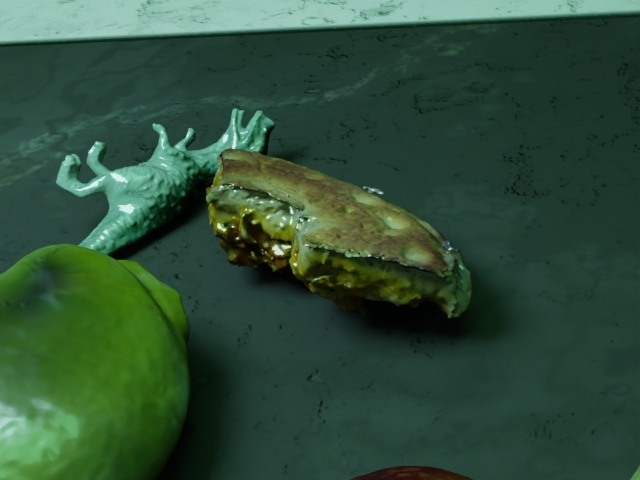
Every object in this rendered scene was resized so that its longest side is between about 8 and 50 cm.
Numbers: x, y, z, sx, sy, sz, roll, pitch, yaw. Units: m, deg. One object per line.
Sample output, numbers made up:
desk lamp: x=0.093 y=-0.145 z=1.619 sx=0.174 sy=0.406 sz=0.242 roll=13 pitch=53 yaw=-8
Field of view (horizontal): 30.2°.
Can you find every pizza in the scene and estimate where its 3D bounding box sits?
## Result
pizza: x=0.000 y=0.000 z=1.006 sx=0.161 sy=0.085 sz=0.305 roll=-9 pitch=28 yaw=-42

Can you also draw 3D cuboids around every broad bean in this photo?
broad bean: x=-0.211 y=0.110 z=0.860 sx=0.238 sy=0.119 sz=0.291 roll=7 pitch=38 yaw=8

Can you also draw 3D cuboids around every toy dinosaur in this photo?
toy dinosaur: x=-0.214 y=-0.038 z=1.121 sx=0.383 sy=0.076 sz=0.129 roll=-37 pitch=62 yaw=-25

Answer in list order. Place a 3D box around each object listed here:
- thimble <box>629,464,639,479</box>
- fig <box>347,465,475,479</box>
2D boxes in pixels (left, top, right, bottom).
thimble: x=0.229 y=0.199 z=0.516 sx=0.254 sy=0.167 sz=0.288 roll=35 pitch=35 yaw=16
fig: x=0.045 y=0.179 z=0.612 sx=0.175 sy=0.207 sz=0.175 roll=-7 pitch=32 yaw=4
